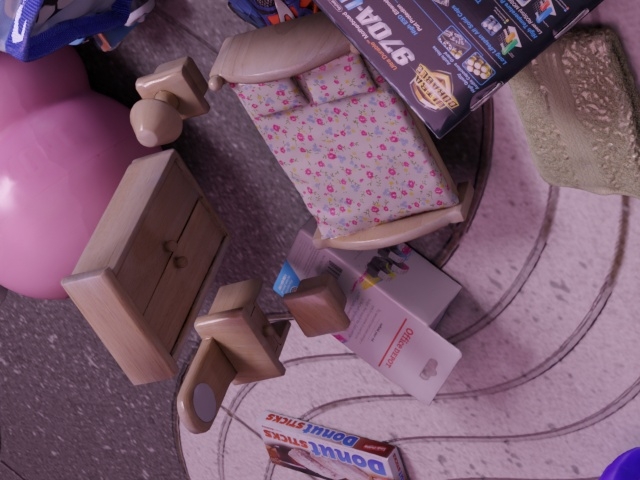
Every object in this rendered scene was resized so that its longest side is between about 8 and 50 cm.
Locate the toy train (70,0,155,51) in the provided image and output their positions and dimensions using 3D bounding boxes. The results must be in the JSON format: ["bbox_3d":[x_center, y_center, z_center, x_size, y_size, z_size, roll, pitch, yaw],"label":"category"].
[{"bbox_3d":[-0.214,-0.249,1.476,0.105,0.080,0.184,-15,115,44],"label":"toy train"}]

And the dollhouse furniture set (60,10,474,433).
[{"bbox_3d":[0.000,0.000,1.347,0.355,0.174,0.303,-13,125,28],"label":"dollhouse furniture set"}]

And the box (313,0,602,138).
[{"bbox_3d":[0.077,-0.208,1.184,0.175,0.051,0.220,-41,96,22],"label":"box"}]

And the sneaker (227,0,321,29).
[{"bbox_3d":[-0.016,-0.190,1.356,0.087,0.083,0.221,-1,133,28],"label":"sneaker"}]

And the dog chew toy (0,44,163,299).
[{"bbox_3d":[-0.289,-0.111,1.598,0.332,0.206,0.206,55,144,-1],"label":"dog chew toy"}]

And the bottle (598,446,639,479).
[{"bbox_3d":[0.277,0.301,1.550,0.118,0.092,0.283,31,143,15],"label":"bottle"}]

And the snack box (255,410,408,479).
[{"bbox_3d":[0.012,0.225,1.793,0.178,0.022,0.064,11,132,38],"label":"snack box"}]

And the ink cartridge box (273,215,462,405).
[{"bbox_3d":[0.055,0.054,1.538,0.181,0.061,0.104,38,144,9],"label":"ink cartridge box"}]

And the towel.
[{"bbox_3d":[0.193,-0.095,1.278,0.110,0.027,0.148,6,131,39],"label":"towel"}]

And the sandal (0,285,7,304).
[{"bbox_3d":[-0.427,-0.101,1.690,0.102,0.169,0.416,-17,124,9],"label":"sandal"}]

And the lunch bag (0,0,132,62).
[{"bbox_3d":[-0.246,-0.370,1.192,0.328,0.239,0.385,22,111,7],"label":"lunch bag"}]
